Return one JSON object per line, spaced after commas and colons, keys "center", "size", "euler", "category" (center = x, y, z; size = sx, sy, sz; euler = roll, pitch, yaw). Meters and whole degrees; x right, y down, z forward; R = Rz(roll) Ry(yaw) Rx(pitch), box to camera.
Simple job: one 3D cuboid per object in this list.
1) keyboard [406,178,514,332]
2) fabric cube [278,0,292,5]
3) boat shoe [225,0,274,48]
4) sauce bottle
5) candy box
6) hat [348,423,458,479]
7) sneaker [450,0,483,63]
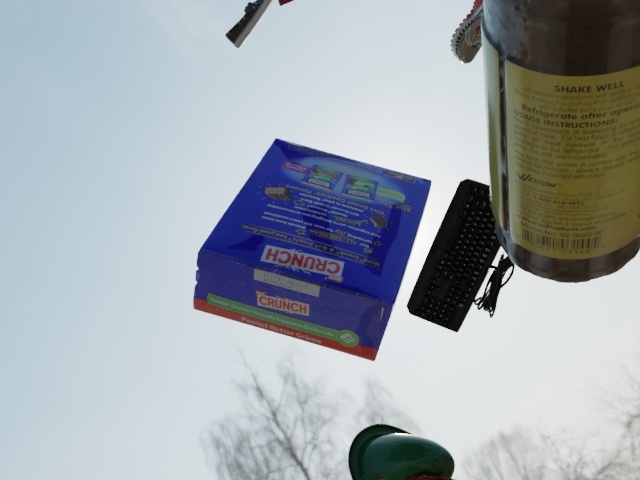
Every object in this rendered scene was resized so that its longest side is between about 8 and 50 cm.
{"center": [0.170, 0.029, 0.841], "size": [0.100, 0.038, 0.192], "euler": [18, -57, 1], "category": "keyboard"}
{"center": [0.010, -0.691, 1.580], "size": [0.259, 0.254, 0.258], "euler": [-9, -61, 34], "category": "fabric cube"}
{"center": [-0.136, -0.449, 1.484], "size": [0.142, 0.040, 0.049], "euler": [-52, 7, 9], "category": "boat shoe"}
{"center": [0.143, -0.113, 0.405], "size": [0.111, 0.111, 0.344], "euler": [-26, -39, -6], "category": "sauce bottle"}
{"center": [0.000, 0.000, 1.094], "size": [0.268, 0.317, 0.122], "euler": [16, -53, 8], "category": "candy box"}
{"center": [0.172, 0.325, 1.135], "size": [0.184, 0.208, 0.173], "euler": [-56, 5, 40], "category": "hat"}
{"center": [0.347, -0.445, 1.571], "size": [0.088, 0.093, 0.225], "euler": [-33, -14, -25], "category": "sneaker"}
